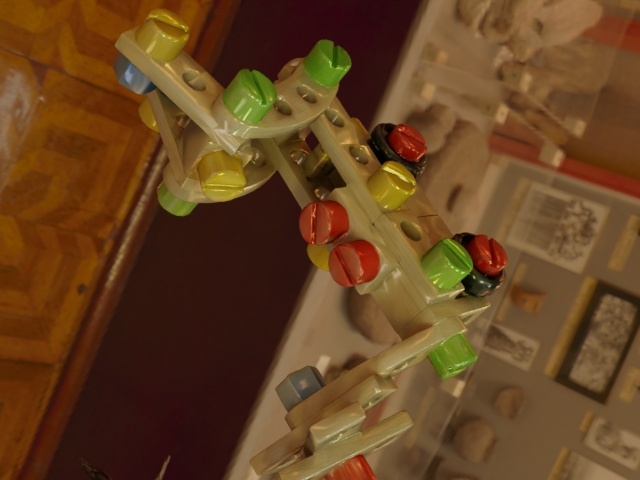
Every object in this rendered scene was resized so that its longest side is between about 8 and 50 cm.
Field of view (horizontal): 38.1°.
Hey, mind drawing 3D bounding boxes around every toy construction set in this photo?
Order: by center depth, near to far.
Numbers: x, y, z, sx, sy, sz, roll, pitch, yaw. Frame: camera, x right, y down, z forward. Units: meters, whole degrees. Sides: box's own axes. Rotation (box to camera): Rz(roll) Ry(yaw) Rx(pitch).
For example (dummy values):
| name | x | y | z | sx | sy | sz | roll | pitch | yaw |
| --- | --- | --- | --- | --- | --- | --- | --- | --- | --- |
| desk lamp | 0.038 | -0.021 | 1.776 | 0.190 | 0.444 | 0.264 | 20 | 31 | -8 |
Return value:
| name | x | y | z | sx | sy | sz | roll | pitch | yaw |
| --- | --- | --- | --- | --- | --- | --- | --- | --- | --- |
| toy construction set | 0.000 | 0.000 | 0.622 | 0.215 | 0.151 | 0.328 | -8 | 74 | -48 |

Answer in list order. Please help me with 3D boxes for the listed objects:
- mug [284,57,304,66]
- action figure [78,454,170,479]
| name | x | y | z | sx | sy | sz | roll | pitch | yaw |
| --- | --- | --- | --- | --- | --- | --- | --- | --- | --- |
| mug | -0.017 | -0.211 | 1.194 | 0.078 | 0.062 | 0.064 | -51 | 164 | 2 |
| action figure | -0.222 | 0.306 | 0.821 | 0.275 | 0.164 | 0.141 | -44 | 176 | -14 |
